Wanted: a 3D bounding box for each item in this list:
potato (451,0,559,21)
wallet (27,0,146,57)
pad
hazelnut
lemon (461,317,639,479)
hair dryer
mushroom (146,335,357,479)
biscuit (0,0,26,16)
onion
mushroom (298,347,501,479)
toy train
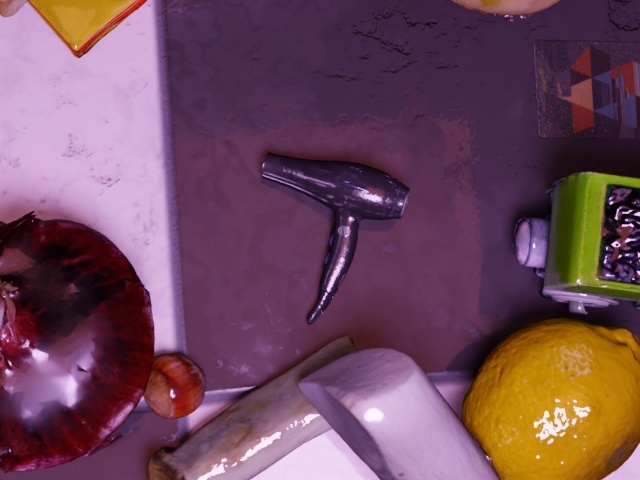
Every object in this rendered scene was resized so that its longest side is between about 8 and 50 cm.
[{"bbox_3d":[0.262,-0.375,1.341,0.243,0.098,0.138,-21,86,-6],"label":"potato"},{"bbox_3d":[-0.351,-0.370,1.307,0.141,0.067,0.241,-43,92,-14],"label":"wallet"},{"bbox_3d":[0.401,-0.209,1.373,0.211,0.003,0.142,-1,81,-5],"label":"pad"},{"bbox_3d":[-0.182,0.179,1.231,0.086,0.086,0.086,1,81,-5],"label":"hazelnut"},{"bbox_3d":[0.285,0.201,1.201,0.260,0.204,0.204,-41,87,-2],"label":"lemon"},{"bbox_3d":[0.000,0.000,1.285,0.196,0.075,0.219,14,88,7],"label":"hair dryer"},{"bbox_3d":[-0.070,0.233,1.223,0.312,0.081,0.100,-31,54,-12],"label":"mushroom"},{"bbox_3d":[-0.307,-0.403,1.267,0.299,0.045,0.154,-27,87,-19],"label":"biscuit"},{"bbox_3d":[-0.341,0.115,1.144,0.314,0.232,0.313,1,80,-5],"label":"onion"},{"bbox_3d":[0.142,0.300,1.150,0.126,0.177,0.397,-40,104,-22],"label":"mushroom"},{"bbox_3d":[0.407,0.009,1.219,0.307,0.249,0.173,8,83,-4],"label":"toy train"}]
